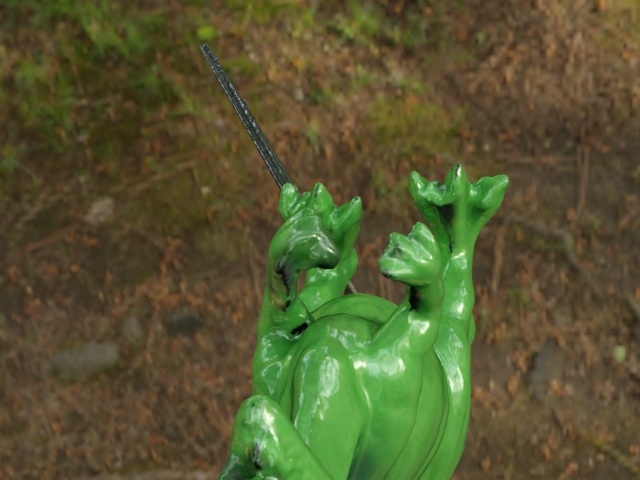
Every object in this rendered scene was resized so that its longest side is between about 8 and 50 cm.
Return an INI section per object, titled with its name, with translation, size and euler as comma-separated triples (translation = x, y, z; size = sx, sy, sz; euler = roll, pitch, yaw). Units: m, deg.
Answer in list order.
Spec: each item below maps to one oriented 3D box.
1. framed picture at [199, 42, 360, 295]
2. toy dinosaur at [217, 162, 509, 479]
[framed picture]
translation = 0.000, 0.000, 1.436
size = 0.014, 0.339, 0.255
euler = -31, 45, 0
[toy dinosaur]
translation = 0.034, 0.163, 0.894
size = 0.144, 0.500, 0.374
euler = 0, 43, 10
